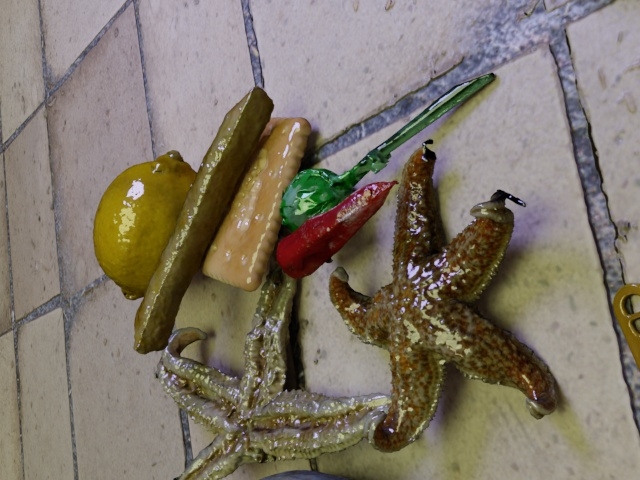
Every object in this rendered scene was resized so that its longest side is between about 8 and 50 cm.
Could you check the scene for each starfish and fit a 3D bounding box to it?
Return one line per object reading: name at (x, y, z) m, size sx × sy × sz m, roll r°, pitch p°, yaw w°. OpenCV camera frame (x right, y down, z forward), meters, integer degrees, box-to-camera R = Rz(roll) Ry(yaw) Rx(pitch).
starfish at (0.123, 0.064, 0.764) m, size 0.303 × 0.113 × 0.312 m, roll -56°, pitch 47°, yaw 31°
starfish at (-0.080, 0.181, 1.006) m, size 0.432 × 0.082 × 0.323 m, roll -35°, pitch 54°, yaw 36°

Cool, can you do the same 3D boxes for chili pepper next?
chili pepper at (0.000, 0.000, 0.856) m, size 0.059 × 0.050 × 0.268 m, roll 54°, pitch 138°, yaw 0°

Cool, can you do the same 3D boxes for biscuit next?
biscuit at (-0.097, -0.058, 1.028) m, size 0.160 × 0.030 × 0.249 m, roll 14°, pitch 85°, yaw 54°

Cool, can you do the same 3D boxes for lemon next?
lemon at (-0.259, -0.021, 1.142) m, size 0.188 × 0.188 × 0.256 m, roll 38°, pitch 112°, yaw 43°

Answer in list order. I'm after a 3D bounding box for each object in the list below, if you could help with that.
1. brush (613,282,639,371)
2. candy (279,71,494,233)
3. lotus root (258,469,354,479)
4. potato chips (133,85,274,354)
brush at (0.309, 0.164, 0.614) m, size 0.103 × 0.013 × 0.272 m, roll -33°, pitch 64°, yaw 43°
candy at (0.071, -0.101, 0.860) m, size 0.323 × 0.097 × 0.097 m, roll -36°, pitch 62°, yaw 33°
lotus root at (0.018, 0.356, 0.826) m, size 0.350 × 0.175 × 0.175 m, roll -12°, pitch 79°, yaw 48°
potato chips at (-0.170, -0.030, 1.031) m, size 0.407 × 0.057 × 0.080 m, roll -64°, pitch 32°, yaw 8°
